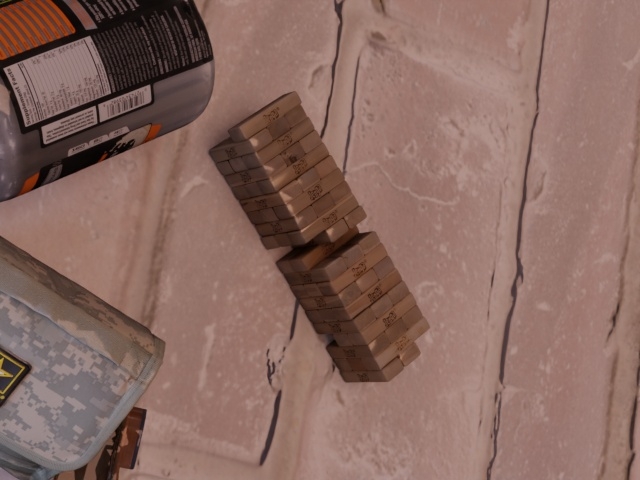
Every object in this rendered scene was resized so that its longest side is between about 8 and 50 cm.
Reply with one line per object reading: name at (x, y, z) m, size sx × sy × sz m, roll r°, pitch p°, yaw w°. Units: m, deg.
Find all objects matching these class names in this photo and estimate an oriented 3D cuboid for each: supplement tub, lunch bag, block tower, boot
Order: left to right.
lunch bag at (-0.291, 0.098, 1.464) m, size 0.235 × 0.287 × 0.169 m, roll 35°, pitch 64°, yaw -10°
supplement tub at (-0.281, -0.158, 1.589) m, size 0.316 × 0.193 × 0.193 m, roll -26°, pitch 97°, yaw -32°
boot at (-0.258, 0.267, 1.631) m, size 0.106 × 0.082 × 0.219 m, roll 17°, pitch 78°, yaw -8°
block tower at (0.000, 0.000, 1.811) m, size 0.091 × 0.097 × 0.335 m, roll -37°, pitch 105°, yaw -31°
